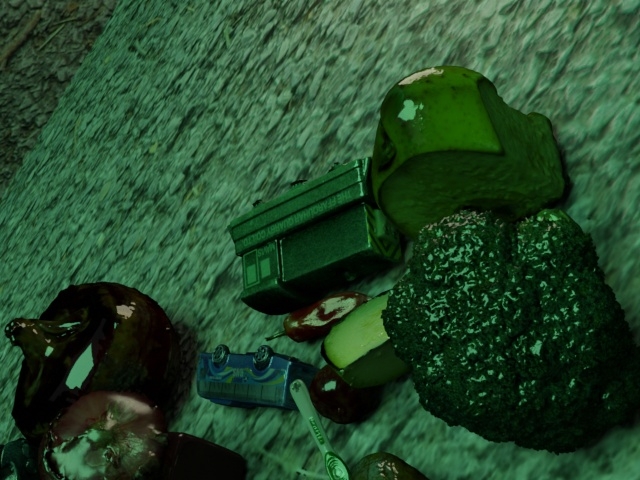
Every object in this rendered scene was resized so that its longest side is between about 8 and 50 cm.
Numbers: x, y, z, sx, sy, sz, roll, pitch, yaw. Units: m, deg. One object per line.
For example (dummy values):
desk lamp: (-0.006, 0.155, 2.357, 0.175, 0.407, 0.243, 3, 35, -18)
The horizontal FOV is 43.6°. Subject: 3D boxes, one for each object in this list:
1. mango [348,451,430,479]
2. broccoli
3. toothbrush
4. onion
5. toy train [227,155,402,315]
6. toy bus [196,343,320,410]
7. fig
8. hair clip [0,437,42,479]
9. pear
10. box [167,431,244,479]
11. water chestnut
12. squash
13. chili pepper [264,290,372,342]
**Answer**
mango: (0.078, 0.393, 0.903, 0.193, 0.146, 0.316, -11, 50, 23)
broccoli: (0.226, 0.091, 0.888, 0.297, 0.297, 0.297, -12, 20, 44)
toothbrush: (0.023, 0.308, 1.080, 0.030, 0.030, 0.304, -46, 48, 17)
onion: (-0.297, 0.302, 1.121, 0.147, 0.184, 0.184, 111, 165, -59)
toy train: (0.000, 0.000, 1.266, 0.330, 0.138, 0.178, -23, 60, 34)
toy bus: (-0.108, 0.220, 1.274, 0.236, 0.079, 0.094, -7, 62, 46)
fig: (0.035, 0.199, 1.142, 0.089, 0.089, 0.125, -35, 19, 28)
hair clip: (-0.574, 0.499, 1.489, 0.194, 0.206, 0.310, -16, 52, 18)
pear: (0.156, -0.114, 1.063, 0.238, 0.255, 0.164, -28, 49, 40)
box: (-0.240, 0.426, 1.202, 0.167, 0.193, 0.294, -13, 56, 37)
water chestnut: (-0.436, 0.225, 1.453, 0.350, 0.302, 0.350, -24, 50, 31)
squash: (0.098, 0.136, 1.111, 0.192, 0.085, 0.184, -32, 12, -4)
chili pepper: (-0.002, 0.121, 1.246, 0.191, 0.050, 0.059, -23, 46, 22)
